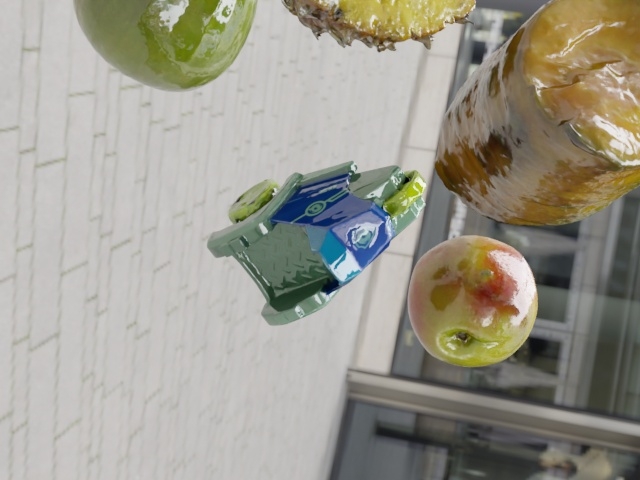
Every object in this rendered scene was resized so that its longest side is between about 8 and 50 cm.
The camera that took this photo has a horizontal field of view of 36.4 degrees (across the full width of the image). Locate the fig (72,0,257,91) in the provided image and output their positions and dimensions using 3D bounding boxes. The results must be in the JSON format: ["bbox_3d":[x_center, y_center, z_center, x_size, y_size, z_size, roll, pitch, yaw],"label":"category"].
[{"bbox_3d":[-0.233,-0.404,1.589,0.316,0.316,0.316,9,90,-79],"label":"fig"}]

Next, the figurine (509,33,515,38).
[{"bbox_3d":[0.459,-0.317,1.818,0.140,0.193,0.265,-52,154,-24],"label":"figurine"}]

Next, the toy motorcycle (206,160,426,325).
[{"bbox_3d":[0.000,0.000,1.421,0.191,0.327,0.200,53,42,-18],"label":"toy motorcycle"}]

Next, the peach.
[{"bbox_3d":[0.264,0.104,1.692,0.231,0.231,0.230,9,90,-79],"label":"peach"}]

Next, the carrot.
[{"bbox_3d":[0.297,-0.149,1.176,0.340,0.242,0.241,131,-28,-76],"label":"carrot"}]

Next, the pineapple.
[{"bbox_3d":[0.016,-0.316,1.231,0.158,0.335,0.161,1,-111,63],"label":"pineapple"}]
